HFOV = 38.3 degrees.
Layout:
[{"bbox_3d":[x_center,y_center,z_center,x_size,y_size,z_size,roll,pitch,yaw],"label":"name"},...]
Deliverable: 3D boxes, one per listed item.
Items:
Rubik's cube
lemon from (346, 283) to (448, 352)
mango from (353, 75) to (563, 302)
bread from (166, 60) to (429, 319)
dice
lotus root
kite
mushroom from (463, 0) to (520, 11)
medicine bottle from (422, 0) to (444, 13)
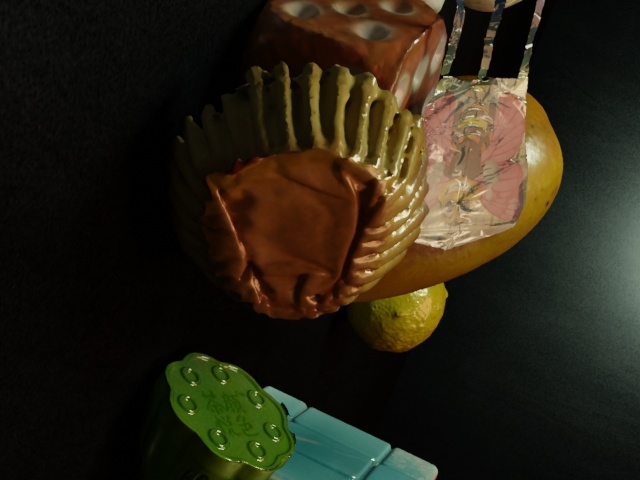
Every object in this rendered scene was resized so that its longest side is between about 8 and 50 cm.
[{"bbox_3d":[-0.049,0.443,1.351,0.319,0.321,0.316,-69,164,10],"label":"Rubik's cube"},{"bbox_3d":[0.150,0.118,1.827,0.192,0.192,0.231,-44,164,-56],"label":"lemon"},{"bbox_3d":[0.110,-0.061,1.184,0.445,0.300,0.232,-25,118,-22],"label":"mango"},{"bbox_3d":[-0.021,-0.031,0.888,0.149,0.274,0.274,-92,-172,-47],"label":"bread"},{"bbox_3d":[0.026,-0.174,1.001,0.175,0.179,0.174,-53,159,-50],"label":"dice"},{"bbox_3d":[-0.147,0.252,1.085,0.186,0.186,0.186,-59,163,-31],"label":"lotus root"},{"bbox_3d":[0.169,-0.158,0.987,0.204,0.022,0.361,-5,111,-31],"label":"kite"},{"bbox_3d":[0.289,-0.481,1.335,0.356,0.315,0.315,19,95,-35],"label":"mushroom"},{"bbox_3d":[0.119,-0.401,1.064,0.258,0.143,0.143,-67,165,0],"label":"medicine bottle"}]
